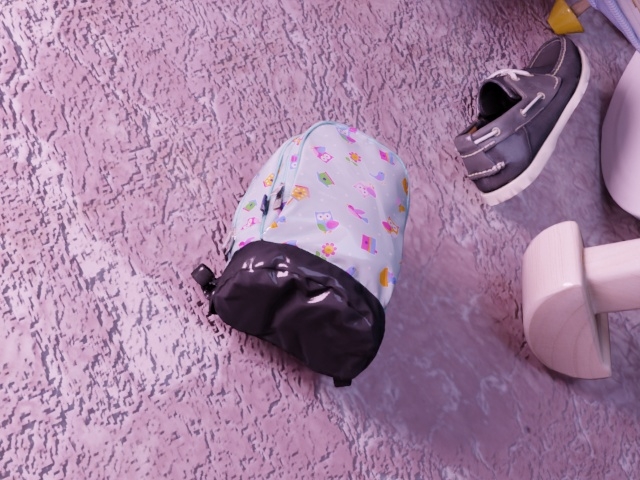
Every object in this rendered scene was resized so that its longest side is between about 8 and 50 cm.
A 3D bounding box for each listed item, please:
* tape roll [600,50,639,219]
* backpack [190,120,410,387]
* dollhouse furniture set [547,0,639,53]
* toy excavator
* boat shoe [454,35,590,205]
[{"bbox_3d":[0.402,-0.123,1.843,0.100,0.286,0.286,31,45,-28],"label":"tape roll"},{"bbox_3d":[0.000,0.000,1.478,0.152,0.115,0.182,35,41,-21],"label":"backpack"},{"bbox_3d":[0.198,-0.233,1.784,0.303,0.198,0.286,52,8,-38],"label":"dollhouse furniture set"},{"bbox_3d":[0.456,0.062,1.684,0.445,0.433,0.222,40,35,-30],"label":"toy excavator"},{"bbox_3d":[0.187,-0.129,1.784,0.079,0.084,0.233,46,43,-13],"label":"boat shoe"}]
